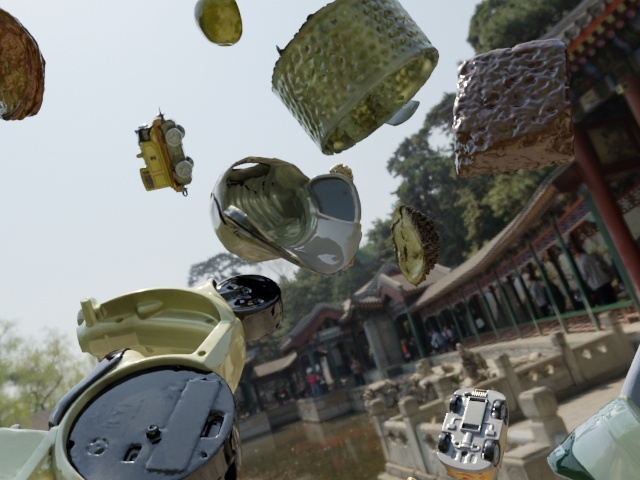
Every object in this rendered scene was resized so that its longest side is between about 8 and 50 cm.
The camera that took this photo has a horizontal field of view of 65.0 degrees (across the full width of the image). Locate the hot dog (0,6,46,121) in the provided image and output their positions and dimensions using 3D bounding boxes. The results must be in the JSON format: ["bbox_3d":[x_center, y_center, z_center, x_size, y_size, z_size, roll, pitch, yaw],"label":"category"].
[{"bbox_3d":[-0.732,-0.418,1.189,0.175,0.259,0.114,18,27,39],"label":"hot dog"}]

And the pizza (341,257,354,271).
[{"bbox_3d":[0.000,0.000,1.340,0.195,0.185,0.052,-13,0,32],"label":"pizza"}]

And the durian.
[{"bbox_3d":[0.149,0.004,0.765,0.052,0.131,0.066,-9,0,-45],"label":"durian"}]

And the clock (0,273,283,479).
[{"bbox_3d":[-0.199,0.156,0.595,0.276,0.120,0.379,1,26,4],"label":"clock"}]

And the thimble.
[{"bbox_3d":[0.060,-0.284,0.865,0.270,0.150,0.271,-37,-6,-4],"label":"thimble"}]

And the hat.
[{"bbox_3d":[-0.061,-0.028,0.830,0.231,0.275,0.161,-29,-42,-37],"label":"hat"}]

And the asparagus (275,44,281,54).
[{"bbox_3d":[-0.071,-0.462,1.324,0.016,0.163,0.016,-48,-15,19],"label":"asparagus"}]

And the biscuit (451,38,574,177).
[{"bbox_3d":[0.569,-0.400,1.500,0.342,0.396,0.166,-4,-26,24],"label":"biscuit"}]

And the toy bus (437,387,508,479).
[{"bbox_3d":[0.346,0.447,1.115,0.126,0.136,0.209,-3,32,33],"label":"toy bus"}]

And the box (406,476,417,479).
[{"bbox_3d":[0.196,0.579,0.839,0.274,0.220,0.091,-50,-10,-53],"label":"box"}]

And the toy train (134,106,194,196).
[{"bbox_3d":[-0.373,-0.201,1.191,0.127,0.220,0.089,-14,22,-6],"label":"toy train"}]

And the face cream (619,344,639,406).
[{"bbox_3d":[0.659,0.269,0.874,0.234,0.421,0.137,20,10,25],"label":"face cream"}]

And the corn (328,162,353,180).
[{"bbox_3d":[0.070,-0.214,1.699,0.086,0.087,0.211,-20,3,5],"label":"corn"}]

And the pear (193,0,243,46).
[{"bbox_3d":[-0.262,-0.549,1.248,0.103,0.141,0.141,-23,-11,-22],"label":"pear"}]

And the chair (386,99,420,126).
[{"bbox_3d":[0.176,-0.517,1.807,0.160,0.186,0.319,-41,31,-23],"label":"chair"}]

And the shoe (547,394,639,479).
[{"bbox_3d":[0.321,0.279,0.450,0.110,0.265,0.095,-40,-24,23],"label":"shoe"}]
